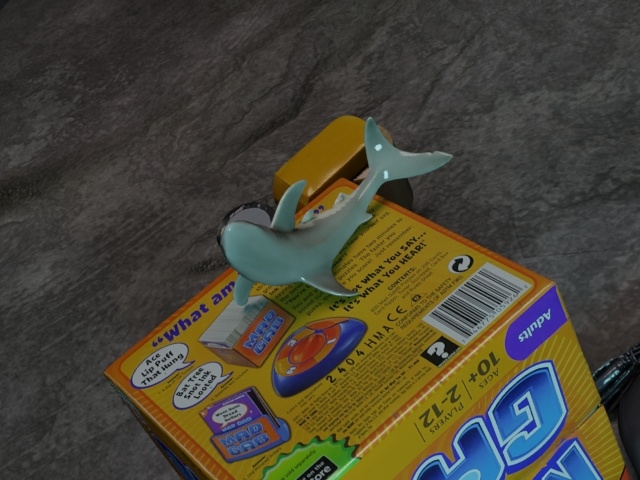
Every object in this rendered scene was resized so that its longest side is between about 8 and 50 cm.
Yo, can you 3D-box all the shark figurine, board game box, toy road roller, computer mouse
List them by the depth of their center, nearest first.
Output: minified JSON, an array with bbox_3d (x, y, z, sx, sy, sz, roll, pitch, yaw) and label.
[{"bbox_3d":[0.014,0.002,1.215,0.116,0.166,0.278,37,48,25],"label":"shark figurine"},{"bbox_3d":[0.058,0.214,1.283,0.356,0.356,0.356,-40,37,-16],"label":"board game box"},{"bbox_3d":[0.374,0.197,1.295,0.188,0.072,0.272,-41,31,18],"label":"computer mouse"},{"bbox_3d":[0.039,0.008,1.700,0.329,0.202,0.241,-46,51,-15],"label":"toy road roller"}]
